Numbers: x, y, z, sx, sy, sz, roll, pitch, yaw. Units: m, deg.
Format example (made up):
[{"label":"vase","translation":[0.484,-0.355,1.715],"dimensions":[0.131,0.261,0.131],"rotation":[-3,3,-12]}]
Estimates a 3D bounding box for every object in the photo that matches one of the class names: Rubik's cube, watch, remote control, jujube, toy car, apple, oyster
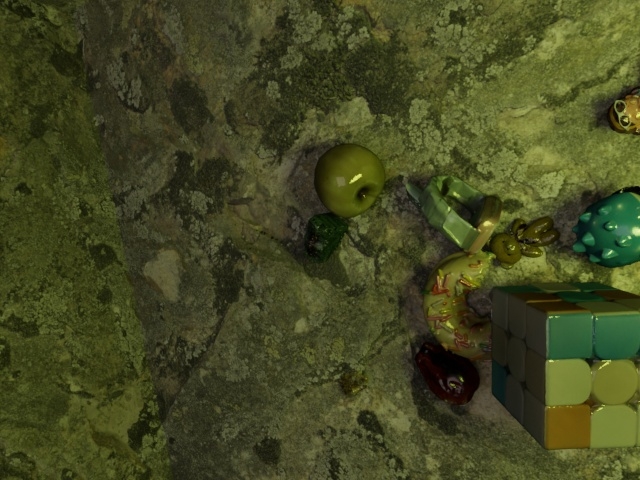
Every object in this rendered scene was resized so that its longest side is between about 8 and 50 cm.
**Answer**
[{"label":"Rubik's cube","translation":[0.682,0.311,1.257],"dimensions":[0.344,0.346,0.347],"rotation":[-3,97,-1]},{"label":"watch","translation":[0.433,-0.103,1.496],"dimensions":[0.241,0.253,0.162],"rotation":[30,130,7]},{"label":"remote control","translation":[0.397,-0.085,1.614],"dimensions":[0.051,0.103,0.293],"rotation":[-40,72,3]},{"label":"jujube","translation":[0.429,0.452,1.619],"dimensions":[0.236,0.168,0.168],"rotation":[39,115,30]},{"label":"toy car","translation":[0.783,-0.019,1.271],"dimensions":[0.190,0.255,0.189],"rotation":[-19,71,1]},{"label":"apple","translation":[0.097,-0.218,1.698],"dimensions":[0.262,0.262,0.262],"rotation":[4,98,32]},{"label":"oyster","translation":[0.135,0.579,1.893],"dimensions":[0.146,0.045,0.122],"rotation":[6,113,32]}]

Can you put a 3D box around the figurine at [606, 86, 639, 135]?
[{"label":"figurine","translation":[0.897,-0.363,1.246],"dimensions":[0.240,0.115,0.175],"rotation":[-19,87,27]}]

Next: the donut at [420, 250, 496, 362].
[{"label":"donut","translation":[0.481,0.227,1.545],"dimensions":[0.307,0.150,0.371],"rotation":[-24,89,37]}]

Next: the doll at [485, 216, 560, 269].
[{"label":"doll","translation":[0.632,-0.001,1.472],"dimensions":[0.209,0.097,0.137],"rotation":[-34,72,25]}]

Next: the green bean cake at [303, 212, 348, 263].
[{"label":"green bean cake","translation":[0.000,0.000,1.820],"dimensions":[0.107,0.193,0.208],"rotation":[39,116,17]}]
